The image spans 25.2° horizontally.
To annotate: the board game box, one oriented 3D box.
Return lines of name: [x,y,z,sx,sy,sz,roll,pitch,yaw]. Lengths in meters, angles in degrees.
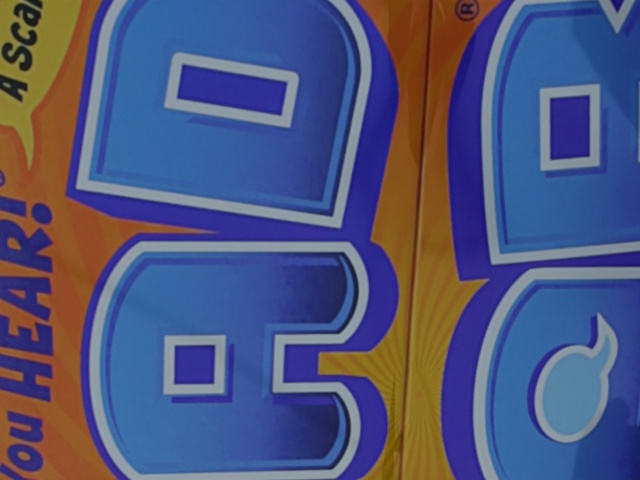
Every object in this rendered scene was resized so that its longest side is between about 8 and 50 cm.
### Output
board game box: [0.000,0.000,0.647,0.356,0.356,0.356,0,-74,-10]
